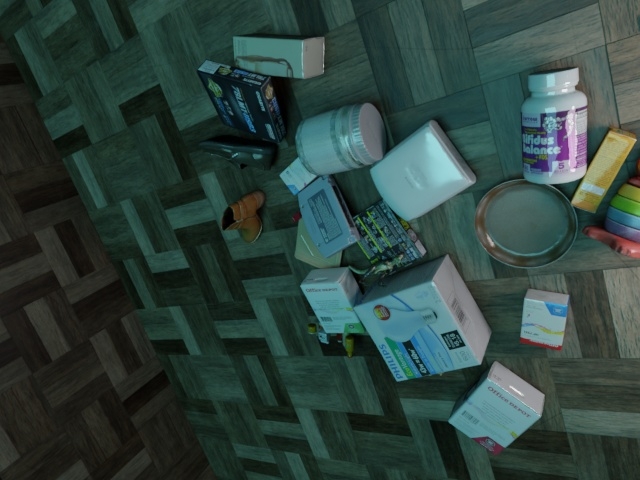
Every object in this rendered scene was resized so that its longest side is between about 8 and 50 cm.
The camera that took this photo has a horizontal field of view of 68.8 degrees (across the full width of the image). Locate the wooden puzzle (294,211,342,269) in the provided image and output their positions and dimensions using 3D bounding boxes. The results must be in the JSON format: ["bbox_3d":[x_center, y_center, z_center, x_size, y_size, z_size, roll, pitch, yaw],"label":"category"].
[{"bbox_3d":[0.000,0.000,1.981,0.221,0.044,0.238,22,118,22],"label":"wooden puzzle"}]

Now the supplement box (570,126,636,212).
[{"bbox_3d":[0.811,-0.202,1.347,0.080,0.078,0.233,24,124,21],"label":"supplement box"}]

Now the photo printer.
[{"bbox_3d":[0.335,-0.225,1.614,0.308,0.107,0.256,-34,93,38],"label":"photo printer"}]

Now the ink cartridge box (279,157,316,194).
[{"bbox_3d":[-0.067,-0.277,1.868,0.181,0.062,0.104,-36,92,39],"label":"ink cartridge box"}]

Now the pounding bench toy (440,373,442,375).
[{"bbox_3d":[0.482,0.529,1.929,0.065,0.052,0.083,11,118,27],"label":"pounding bench toy"}]

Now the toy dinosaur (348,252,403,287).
[{"bbox_3d":[0.208,0.122,1.791,0.268,0.118,0.064,-16,132,38],"label":"toy dinosaur"}]

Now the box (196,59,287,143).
[{"bbox_3d":[-0.293,-0.528,1.790,0.294,0.073,0.295,24,158,21],"label":"box"}]

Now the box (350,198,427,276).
[{"bbox_3d":[0.247,-0.010,1.806,0.216,0.060,0.270,-33,93,39],"label":"box"}]

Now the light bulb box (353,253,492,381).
[{"bbox_3d":[0.384,0.299,1.768,0.361,0.225,0.357,-27,97,37],"label":"light bulb box"}]

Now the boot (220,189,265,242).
[{"bbox_3d":[-0.343,-0.074,2.039,0.109,0.220,0.283,34,126,13],"label":"boot"}]

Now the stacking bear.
[{"bbox_3d":[0.895,-0.113,1.292,0.165,0.175,0.288,6,113,-20],"label":"stacking bear"}]

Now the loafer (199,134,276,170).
[{"bbox_3d":[-0.356,-0.358,1.963,0.366,0.134,0.130,14,119,26],"label":"loafer"}]

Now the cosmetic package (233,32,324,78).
[{"bbox_3d":[-0.149,-0.664,1.673,0.297,0.153,0.129,15,121,27],"label":"cosmetic package"}]

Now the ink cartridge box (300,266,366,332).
[{"bbox_3d":[0.070,0.255,1.978,0.202,0.117,0.278,-8,121,35],"label":"ink cartridge box"}]

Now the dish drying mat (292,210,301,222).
[{"bbox_3d":[-0.102,-0.098,1.985,0.083,0.008,0.032,151,113,-65],"label":"dish drying mat"}]

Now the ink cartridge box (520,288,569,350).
[{"bbox_3d":[0.771,0.292,1.615,0.134,0.078,0.230,8,117,29],"label":"ink cartridge box"}]

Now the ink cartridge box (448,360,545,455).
[{"bbox_3d":[0.680,0.655,1.818,0.226,0.131,0.306,35,125,14],"label":"ink cartridge box"}]

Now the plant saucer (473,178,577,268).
[{"bbox_3d":[0.666,-0.056,1.528,0.311,0.050,0.310,14,119,27],"label":"plant saucer"}]

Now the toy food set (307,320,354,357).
[{"bbox_3d":[0.057,0.439,2.112,0.233,0.111,0.104,10,117,25],"label":"toy food set"}]

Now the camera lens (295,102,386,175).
[{"bbox_3d":[0.067,-0.352,1.646,0.275,0.219,0.219,-7,109,34],"label":"camera lens"}]

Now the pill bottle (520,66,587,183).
[{"bbox_3d":[0.659,-0.324,1.323,0.170,0.169,0.301,1,113,32],"label":"pill bottle"}]

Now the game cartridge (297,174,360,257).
[{"bbox_3d":[0.022,-0.092,1.858,0.198,0.062,0.297,-33,74,41],"label":"game cartridge"}]
